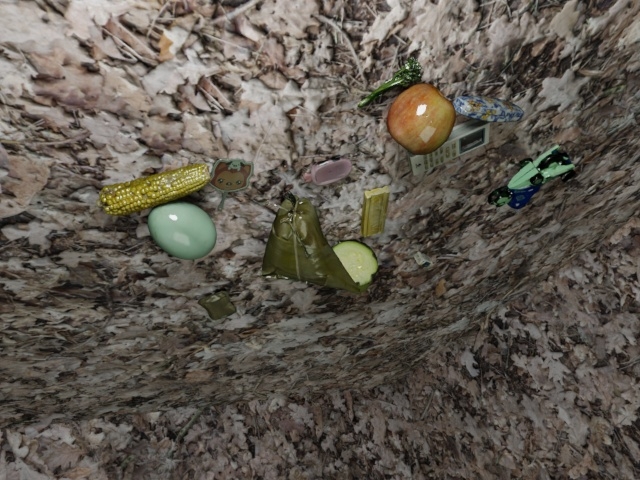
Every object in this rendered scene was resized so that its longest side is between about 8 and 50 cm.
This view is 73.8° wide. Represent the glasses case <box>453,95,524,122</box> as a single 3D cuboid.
[{"bbox_3d":[0.526,-0.408,1.328,0.248,0.087,0.065,-1,129,-24],"label":"glasses case"}]

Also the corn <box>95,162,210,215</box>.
[{"bbox_3d":[-0.464,-0.143,1.196,0.320,0.097,0.097,-18,146,-7],"label":"corn"}]

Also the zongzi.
[{"bbox_3d":[0.000,0.000,1.476,0.418,0.181,0.447,17,137,-3],"label":"zongzi"}]

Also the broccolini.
[{"bbox_3d":[0.192,-0.416,1.174,0.201,0.058,0.074,-36,136,21],"label":"broccolini"}]

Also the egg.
[{"bbox_3d":[-0.419,-0.033,1.299,0.168,0.168,0.231,-31,141,15],"label":"egg"}]

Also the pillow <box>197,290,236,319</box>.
[{"bbox_3d":[-0.440,0.285,1.845,0.130,0.033,0.217,-20,145,-5],"label":"pillow"}]

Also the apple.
[{"bbox_3d":[0.286,-0.343,1.209,0.188,0.188,0.174,14,128,-39],"label":"apple"}]

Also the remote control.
[{"bbox_3d":[0.429,-0.316,1.433,0.277,0.055,0.103,-23,146,5],"label":"remote control"}]

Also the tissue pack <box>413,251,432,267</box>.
[{"bbox_3d":[0.485,0.092,2.017,0.083,0.062,0.042,17,126,-43],"label":"tissue pack"}]

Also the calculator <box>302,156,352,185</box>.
[{"bbox_3d":[0.024,-0.222,1.387,0.166,0.024,0.103,-18,146,-4],"label":"calculator"}]

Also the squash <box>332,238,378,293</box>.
[{"bbox_3d":[0.118,0.111,1.741,0.220,0.220,0.133,-7,154,-18],"label":"squash"}]

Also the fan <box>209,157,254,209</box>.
[{"bbox_3d":[-0.286,-0.170,1.318,0.132,0.009,0.220,3,139,-29],"label":"fan"}]

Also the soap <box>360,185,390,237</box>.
[{"bbox_3d":[0.206,-0.103,1.632,0.092,0.037,0.252,-13,146,-8],"label":"soap"}]

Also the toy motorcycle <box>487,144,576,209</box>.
[{"bbox_3d":[0.839,-0.231,1.709,0.196,0.125,0.331,17,134,-44],"label":"toy motorcycle"}]
